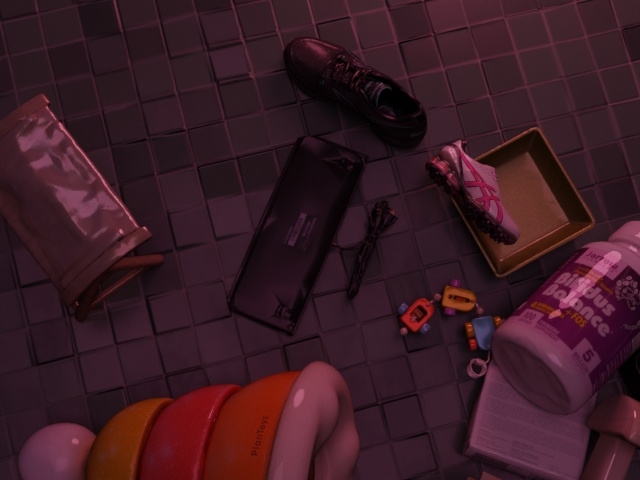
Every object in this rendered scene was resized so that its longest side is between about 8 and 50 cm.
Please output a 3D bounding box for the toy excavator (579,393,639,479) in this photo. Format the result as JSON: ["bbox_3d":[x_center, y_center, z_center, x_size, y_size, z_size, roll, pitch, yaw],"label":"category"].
[{"bbox_3d":[0.370,0.471,1.424,0.222,0.445,0.432,27,106,-13],"label":"toy excavator"}]

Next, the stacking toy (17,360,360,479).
[{"bbox_3d":[-0.205,0.324,1.491,0.480,0.350,0.350,5,79,15],"label":"stacking toy"}]

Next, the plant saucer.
[{"bbox_3d":[0.313,-0.058,1.685,0.188,0.045,0.188,-28,83,-8],"label":"plant saucer"}]

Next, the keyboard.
[{"bbox_3d":[0.000,0.000,1.660,0.202,0.033,0.317,22,80,7],"label":"keyboard"}]

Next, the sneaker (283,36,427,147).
[{"bbox_3d":[0.061,-0.253,1.673,0.267,0.106,0.101,32,80,3],"label":"sneaker"}]

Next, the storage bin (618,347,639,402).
[{"bbox_3d":[0.559,0.241,1.628,0.122,0.084,0.180,-21,83,-7],"label":"storage bin"}]

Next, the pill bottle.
[{"bbox_3d":[0.414,0.108,1.590,0.301,0.169,0.169,-41,85,-20],"label":"pill bottle"}]

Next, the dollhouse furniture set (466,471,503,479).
[{"bbox_3d":[0.246,0.429,1.510,0.129,0.183,0.128,24,70,1],"label":"dollhouse furniture set"}]

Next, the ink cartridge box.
[{"bbox_3d":[0.334,0.255,1.637,0.181,0.056,0.224,19,60,0],"label":"ink cartridge box"}]

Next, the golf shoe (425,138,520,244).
[{"bbox_3d":[0.252,-0.077,1.626,0.086,0.067,0.186,-40,84,-11],"label":"golf shoe"}]

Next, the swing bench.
[{"bbox_3d":[-0.375,-0.038,1.526,0.165,0.254,0.253,-37,84,-9],"label":"swing bench"}]

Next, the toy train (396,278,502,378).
[{"bbox_3d":[0.206,0.135,1.644,0.166,0.046,0.125,39,81,7],"label":"toy train"}]
